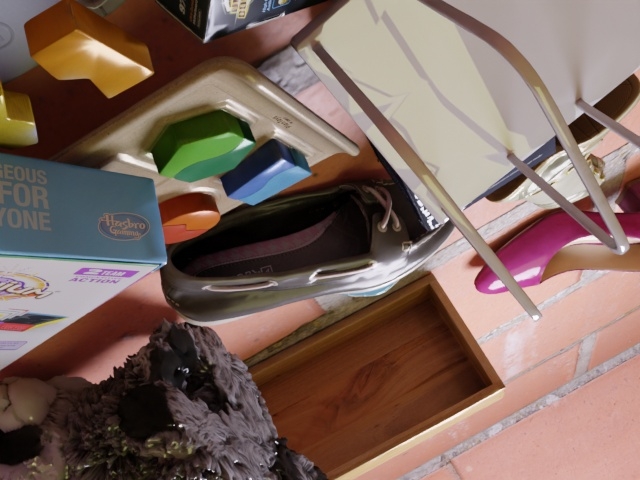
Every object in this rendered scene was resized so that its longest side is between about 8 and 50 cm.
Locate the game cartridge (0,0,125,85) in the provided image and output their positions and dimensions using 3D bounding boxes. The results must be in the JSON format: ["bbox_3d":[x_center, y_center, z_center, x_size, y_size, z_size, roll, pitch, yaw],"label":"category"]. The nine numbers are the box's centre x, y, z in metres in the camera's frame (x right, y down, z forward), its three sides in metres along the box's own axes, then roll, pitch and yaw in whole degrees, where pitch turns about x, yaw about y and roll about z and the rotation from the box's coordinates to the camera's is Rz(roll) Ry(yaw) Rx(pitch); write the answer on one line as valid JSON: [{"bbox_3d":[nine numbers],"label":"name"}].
[{"bbox_3d":[-0.231,-0.148,0.327,0.297,0.062,0.198,-28,154,-3],"label":"game cartridge"}]

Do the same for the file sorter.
[{"bbox_3d":[0.164,-0.119,0.404,0.278,0.173,0.193,-40,126,8],"label":"file sorter"}]

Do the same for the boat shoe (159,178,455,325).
[{"bbox_3d":[0.000,0.000,0.690,0.335,0.112,0.095,-18,154,-11],"label":"boat shoe"}]

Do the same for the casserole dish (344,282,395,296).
[{"bbox_3d":[0.087,0.017,0.866,0.114,0.037,0.188,3,137,-44],"label":"casserole dish"}]

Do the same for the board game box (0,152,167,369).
[{"bbox_3d":[-0.293,0.036,0.446,0.317,0.064,0.242,-28,156,37],"label":"board game box"}]

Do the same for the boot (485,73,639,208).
[{"bbox_3d":[0.315,-0.115,0.818,0.165,0.077,0.213,6,140,-44],"label":"boot"}]

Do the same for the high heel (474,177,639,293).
[{"bbox_3d":[0.438,0.033,1.041,0.377,0.181,0.127,-27,150,-4],"label":"high heel"}]

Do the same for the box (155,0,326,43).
[{"bbox_3d":[0.003,-0.228,0.350,0.175,0.051,0.220,-33,157,-35],"label":"box"}]

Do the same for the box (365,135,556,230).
[{"bbox_3d":[0.115,-0.123,0.600,0.153,0.108,0.207,-32,150,4],"label":"box"}]

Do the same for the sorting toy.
[{"bbox_3d":[-0.119,-0.051,0.466,0.229,0.041,0.307,-22,166,18],"label":"sorting toy"}]

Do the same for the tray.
[{"bbox_3d":[0.038,0.235,0.987,0.411,0.202,0.076,-27,151,-4],"label":"tray"}]

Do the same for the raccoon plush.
[{"bbox_3d":[-0.185,0.304,0.744,0.299,0.446,0.216,-36,-177,13],"label":"raccoon plush"}]
